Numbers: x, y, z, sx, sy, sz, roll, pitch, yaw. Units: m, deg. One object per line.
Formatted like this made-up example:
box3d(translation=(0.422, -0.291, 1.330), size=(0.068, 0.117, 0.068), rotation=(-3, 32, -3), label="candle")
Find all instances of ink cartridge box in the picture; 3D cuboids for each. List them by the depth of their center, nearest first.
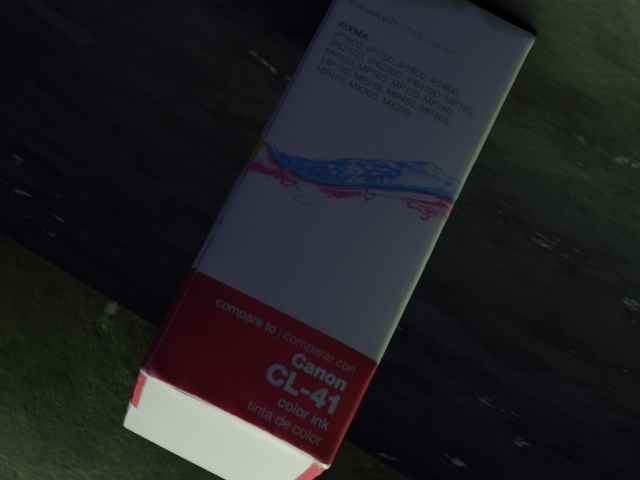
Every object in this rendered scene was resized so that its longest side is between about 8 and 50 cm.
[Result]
box3d(translation=(0.000, 0.000, 1.050), size=(0.131, 0.306, 0.226), rotation=(29, 164, 0), label="ink cartridge box")
